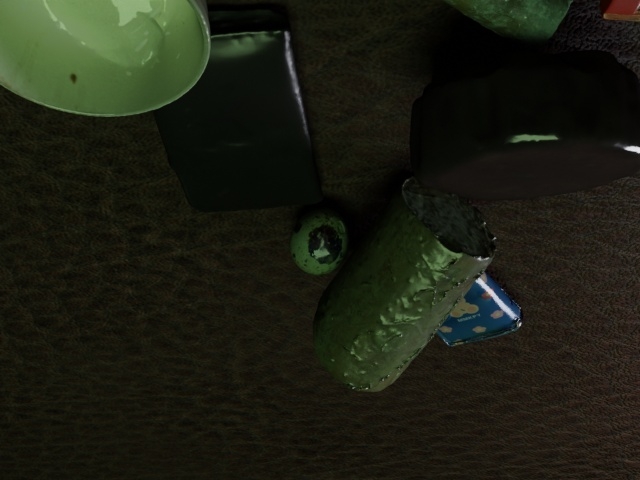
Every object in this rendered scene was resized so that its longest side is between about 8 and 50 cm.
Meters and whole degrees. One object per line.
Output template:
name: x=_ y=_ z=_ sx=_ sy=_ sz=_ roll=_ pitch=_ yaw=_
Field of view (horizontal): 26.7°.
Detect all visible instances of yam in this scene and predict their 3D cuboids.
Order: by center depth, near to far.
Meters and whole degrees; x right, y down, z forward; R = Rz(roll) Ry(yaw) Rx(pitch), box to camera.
yam: x=0.153 y=-0.292 z=1.450 sx=0.259 sy=0.093 sz=0.093 roll=23 pitch=141 yaw=-26
yam: x=0.110 y=0.061 z=1.866 sx=0.168 sy=0.168 sz=0.304 roll=18 pitch=131 yaw=-20

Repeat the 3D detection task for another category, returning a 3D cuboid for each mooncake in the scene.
mooncake: x=0.242 y=-0.139 z=1.564 sx=0.283 sy=0.141 sz=0.283 roll=-4 pitch=170 yaw=-1

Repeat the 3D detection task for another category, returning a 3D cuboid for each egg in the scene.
egg: x=0.000 y=0.000 z=1.899 sx=0.085 sy=0.085 sz=0.110 roll=12 pitch=139 yaw=-12

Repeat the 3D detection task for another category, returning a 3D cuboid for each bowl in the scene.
bowl: x=-0.249 y=-0.272 z=1.468 sx=0.277 sy=0.145 sz=0.277 roll=4 pitch=145 yaw=3

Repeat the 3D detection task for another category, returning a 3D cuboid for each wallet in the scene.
wallet: x=-0.111 y=-0.150 z=1.719 sx=0.197 sy=0.051 sz=0.378 roll=-4 pitch=145 yaw=6
wallet: x=0.201 y=0.085 z=2.030 sx=0.141 sy=0.059 sz=0.202 roll=-16 pitch=142 yaw=29

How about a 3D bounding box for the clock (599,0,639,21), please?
clock: x=0.392 y=-0.290 z=1.460 sx=0.155 sy=0.061 sz=0.113 roll=4 pitch=146 yaw=-7
